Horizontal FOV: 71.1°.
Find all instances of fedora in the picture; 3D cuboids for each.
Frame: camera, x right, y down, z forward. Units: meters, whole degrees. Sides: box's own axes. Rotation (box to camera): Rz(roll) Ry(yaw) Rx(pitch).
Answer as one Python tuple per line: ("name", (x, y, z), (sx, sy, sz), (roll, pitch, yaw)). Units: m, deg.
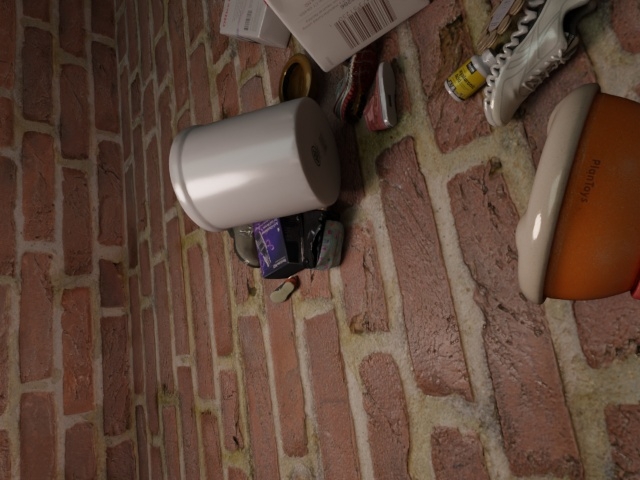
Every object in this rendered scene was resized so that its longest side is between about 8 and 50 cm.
("fedora", (-0.062, -0.499, 1.452), (0.194, 0.079, 0.194), (7, 99, 51))

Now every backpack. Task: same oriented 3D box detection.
("backpack", (0.000, 0.000, 1.325), (0.152, 0.115, 0.181), (13, 98, 60))

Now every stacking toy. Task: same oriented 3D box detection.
("stacking toy", (0.551, -0.020, 0.614), (0.481, 0.351, 0.349), (16, 100, 31))

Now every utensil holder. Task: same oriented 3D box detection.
("utensil holder", (-0.174, -0.211, 1.292), (0.386, 0.328, 0.326), (-9, 80, 24))

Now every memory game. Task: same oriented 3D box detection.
("memory game", (0.380, -0.474, 0.914), (0.186, 0.012, 0.186), (-62, 7, 14))

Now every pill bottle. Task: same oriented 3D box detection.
("pill bottle", (0.340, -0.369, 0.996), (0.116, 0.065, 0.065), (-39, 59, 40))

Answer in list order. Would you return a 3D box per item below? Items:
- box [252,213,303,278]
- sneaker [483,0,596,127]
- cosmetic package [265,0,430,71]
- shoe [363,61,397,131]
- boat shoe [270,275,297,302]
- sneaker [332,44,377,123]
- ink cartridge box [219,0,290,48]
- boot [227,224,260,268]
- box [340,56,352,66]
("box", (-0.125, 0.007, 1.471), (0.153, 0.108, 0.206), (-32, 64, 42))
("sneaker", (0.421, -0.359, 0.881), (0.118, 0.110, 0.291), (35, 114, 34))
("cosmetic package", (0.016, -0.728, 1.122), (0.330, 0.327, 0.393), (-29, 64, 20))
("shoe", (0.155, -0.384, 1.208), (0.081, 0.064, 0.177), (-5, 88, 43))
("boat shoe", (-0.123, 0.165, 1.511), (0.137, 0.049, 0.043), (-45, 14, 40))
("sneaker", (0.086, -0.453, 1.274), (0.093, 0.088, 0.225), (37, 115, 45))
("ink cartridge box", (-0.221, -0.834, 1.615), (0.306, 0.131, 0.225), (34, 113, 45))
("boot", (-0.256, -0.031, 1.649), (0.161, 0.084, 0.246), (-51, 54, 27))
("box", (0.091, -0.645, 1.317), (0.136, 0.037, 0.225), (54, 125, 36))
